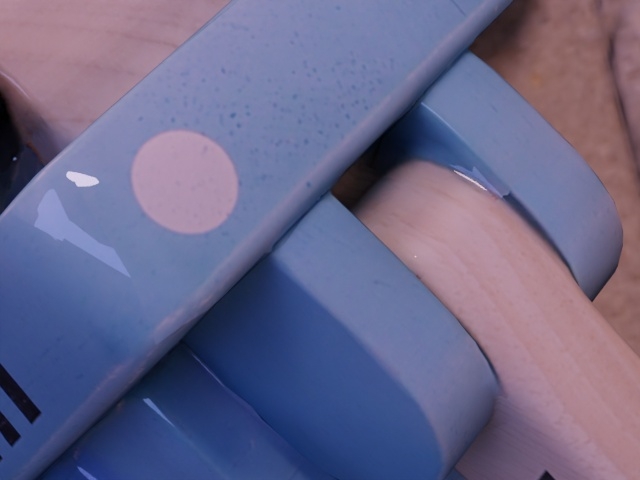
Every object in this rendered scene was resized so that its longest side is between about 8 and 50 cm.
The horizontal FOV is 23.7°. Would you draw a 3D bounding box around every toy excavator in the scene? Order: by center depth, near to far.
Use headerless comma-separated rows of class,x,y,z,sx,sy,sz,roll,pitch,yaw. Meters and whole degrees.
toy excavator,0.036,0.037,0.454,0.445,0.222,0.433,44,149,-3
